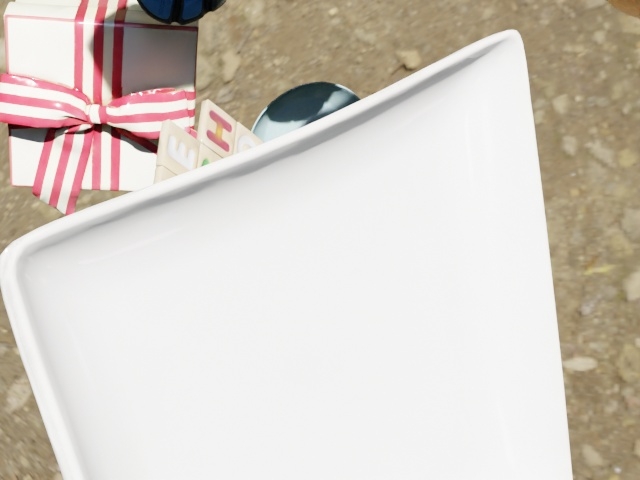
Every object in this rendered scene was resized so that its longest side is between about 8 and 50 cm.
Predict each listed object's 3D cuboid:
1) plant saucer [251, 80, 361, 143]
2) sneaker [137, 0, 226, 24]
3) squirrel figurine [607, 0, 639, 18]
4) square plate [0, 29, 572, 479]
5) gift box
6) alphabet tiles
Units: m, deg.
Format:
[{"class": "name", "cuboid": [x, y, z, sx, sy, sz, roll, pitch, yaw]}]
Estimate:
[{"class": "plant saucer", "cuboid": [-0.022, -0.148, 1.723, 0.195, 0.037, 0.195, -12, 124, -18]}, {"class": "sneaker", "cuboid": [-0.054, -0.361, 1.266, 0.341, 0.139, 0.125, -25, 121, 4]}, {"class": "squirrel figurine", "cuboid": [0.180, -0.300, 0.569, 0.397, 0.281, 0.370, 4, 98, -55]}, {"class": "square plate", "cuboid": [0.009, 0.093, 0.656, 0.347, 0.049, 0.344, -27, 117, -35]}, {"class": "gift box", "cuboid": [-0.259, -0.185, 1.489, 0.255, 0.258, 0.276, -2, 119, -4]}, {"class": "alphabet tiles", "cuboid": [-0.067, 0.019, 0.918, 0.198, 0.009, 0.237, 35, 52, -48]}]
